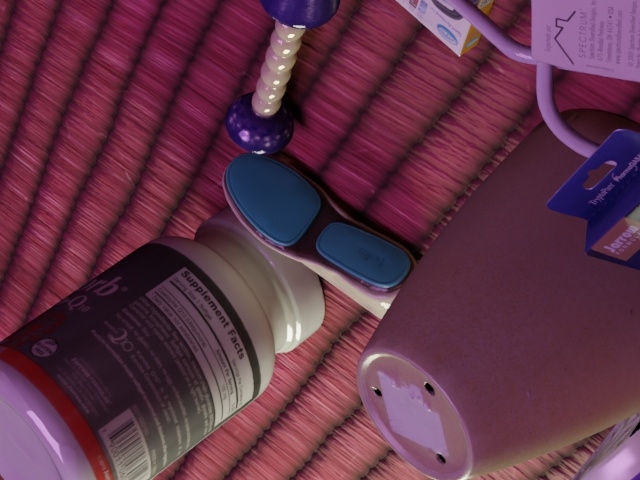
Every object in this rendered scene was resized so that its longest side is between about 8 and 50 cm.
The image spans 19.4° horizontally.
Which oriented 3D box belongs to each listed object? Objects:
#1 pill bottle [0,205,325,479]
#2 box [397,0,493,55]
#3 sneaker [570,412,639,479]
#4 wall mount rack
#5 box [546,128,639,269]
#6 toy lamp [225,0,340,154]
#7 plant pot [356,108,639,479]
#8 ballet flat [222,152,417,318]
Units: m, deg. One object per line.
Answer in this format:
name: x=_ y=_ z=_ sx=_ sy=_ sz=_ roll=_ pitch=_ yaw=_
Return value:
pill bottle: x=-0.181 y=0.124 z=1.991 sx=0.210 sy=0.363 sz=0.210 roll=35 pitch=145 yaw=29
box: x=0.108 y=-0.217 z=1.570 sx=0.081 sy=0.028 sz=0.136 roll=44 pitch=147 yaw=18
sneaker: x=0.323 y=0.292 z=1.700 sx=0.236 sy=0.130 sz=0.323 roll=38 pitch=143 yaw=9
wall mount rack: x=0.171 y=-0.229 z=1.299 sx=0.304 sy=0.130 sz=0.350 roll=13 pitch=134 yaw=19
box: x=0.291 y=-0.010 z=1.375 sx=0.225 sy=0.036 sz=0.136 roll=16 pitch=152 yaw=-11
toy lamp: x=-0.036 y=-0.185 z=1.758 sx=0.080 sy=0.080 sz=0.275 roll=46 pitch=148 yaw=15
plant pot: x=0.169 y=0.071 z=1.527 sx=0.256 sy=0.274 sz=0.256 roll=36 pitch=146 yaw=29
ballet flat: x=0.000 y=0.000 z=1.903 sx=0.248 sy=0.086 sz=0.086 roll=37 pitch=146 yaw=26
